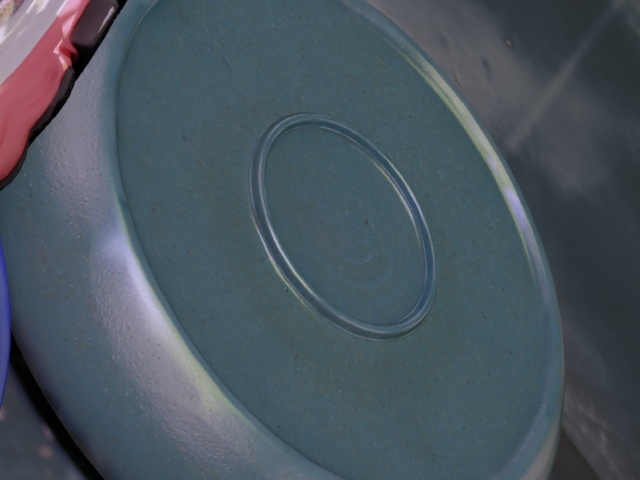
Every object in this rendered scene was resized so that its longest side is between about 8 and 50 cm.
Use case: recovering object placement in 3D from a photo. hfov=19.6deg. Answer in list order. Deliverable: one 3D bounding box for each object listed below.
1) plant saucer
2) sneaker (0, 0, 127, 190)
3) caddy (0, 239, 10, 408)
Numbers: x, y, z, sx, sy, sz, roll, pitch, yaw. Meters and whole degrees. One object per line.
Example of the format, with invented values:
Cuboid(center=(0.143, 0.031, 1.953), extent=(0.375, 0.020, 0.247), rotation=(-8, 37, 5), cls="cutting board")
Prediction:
Cuboid(center=(0.000, 0.000, 0.770), extent=(0.318, 0.044, 0.317), rotation=(27, 47, -33), cls="plant saucer")
Cuboid(center=(-0.154, -0.048, 0.561), extent=(0.136, 0.116, 0.314), rotation=(32, 61, -11), cls="sneaker")
Cuboid(center=(-0.196, -0.059, 0.342), extent=(0.179, 0.241, 0.341), rotation=(-117, -173, -47), cls="caddy")
